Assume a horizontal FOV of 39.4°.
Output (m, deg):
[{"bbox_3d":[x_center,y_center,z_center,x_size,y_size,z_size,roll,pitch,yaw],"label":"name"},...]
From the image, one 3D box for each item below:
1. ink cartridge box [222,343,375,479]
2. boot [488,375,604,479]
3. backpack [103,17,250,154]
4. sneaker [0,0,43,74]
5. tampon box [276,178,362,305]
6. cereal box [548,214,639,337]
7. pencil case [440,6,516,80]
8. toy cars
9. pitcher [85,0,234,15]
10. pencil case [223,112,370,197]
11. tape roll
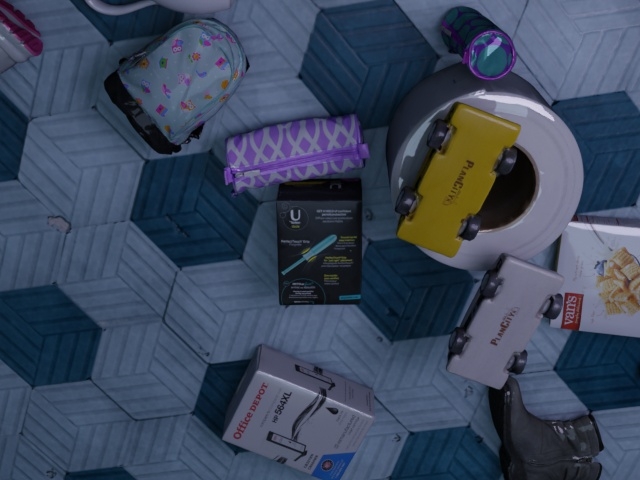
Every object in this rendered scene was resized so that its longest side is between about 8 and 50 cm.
[{"bbox_3d":[-0.036,0.276,1.415,0.203,0.086,0.148,23,112,-9],"label":"ink cartridge box"},{"bbox_3d":[0.363,0.299,1.429,0.161,0.083,0.246,-15,118,0],"label":"boot"},{"bbox_3d":[-0.181,-0.213,1.195,0.182,0.115,0.152,-36,105,12],"label":"backpack"},{"bbox_3d":[-0.493,-0.309,1.169,0.111,0.103,0.252,-38,106,14],"label":"sneaker"},{"bbox_3d":[0.000,0.000,1.288,0.121,0.101,0.161,0,112,1],"label":"tampon box"},{"bbox_3d":[0.464,0.057,1.306,0.240,0.047,0.172,5,110,10],"label":"cereal box"},{"bbox_3d":[0.199,-0.254,1.146,0.070,0.151,0.064,3,115,-8],"label":"pencil case"},{"bbox_3d":[0.198,0.006,1.116,0.177,0.087,0.393,-16,115,14],"label":"toy cars"},{"bbox_3d":[-0.208,-0.347,1.147,0.207,0.125,0.177,15,143,-3],"label":"pitcher"},{"bbox_3d":[-0.036,-0.122,1.245,0.206,0.088,0.086,-12,107,6],"label":"pencil case"},{"bbox_3d":[0.212,-0.101,1.203,0.246,0.169,0.246,1,114,1],"label":"tape roll"}]
